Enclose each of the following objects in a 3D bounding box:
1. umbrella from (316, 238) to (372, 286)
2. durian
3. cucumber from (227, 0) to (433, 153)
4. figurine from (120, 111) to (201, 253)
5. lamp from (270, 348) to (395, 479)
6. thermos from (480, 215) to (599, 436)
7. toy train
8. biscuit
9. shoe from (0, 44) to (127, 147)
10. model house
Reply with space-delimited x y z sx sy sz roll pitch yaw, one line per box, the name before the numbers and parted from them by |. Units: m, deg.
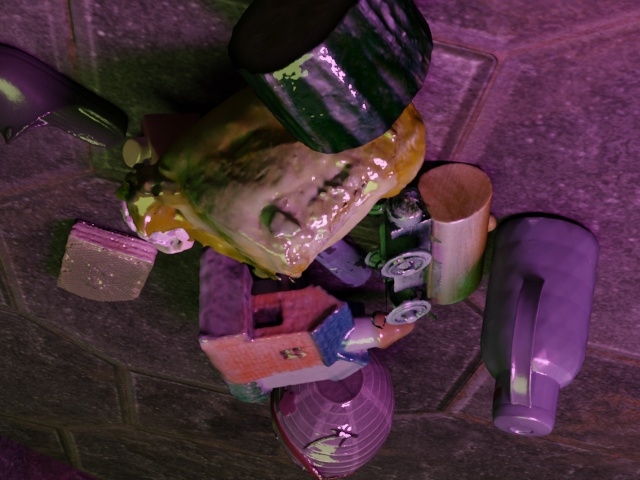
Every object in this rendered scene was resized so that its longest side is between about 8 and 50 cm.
umbrella | 0.002 0.000 1.563 0.053 0.052 0.250 -4 150 32
durian | -0.040 -0.075 1.211 0.256 0.340 0.204 44 172 42
cucumber | 0.003 -0.187 1.064 0.191 0.191 0.130 -7 139 34
figurine | -0.209 -0.070 1.417 0.141 0.162 0.237 -16 162 -29
lamp | 0.021 0.302 1.902 0.233 0.265 0.233 -12 145 -9
thermos | 0.285 0.111 1.391 0.145 0.286 0.182 4 151 17
toy train | 0.151 0.019 1.427 0.190 0.126 0.307 -9 151 0
biscuit | -0.379 0.050 1.835 0.150 0.052 0.252 19 153 -12
shoe | -0.370 -0.165 1.366 0.241 0.093 0.108 26 152 -28
model house | -0.010 0.122 1.716 0.325 0.194 0.267 -7 147 9
